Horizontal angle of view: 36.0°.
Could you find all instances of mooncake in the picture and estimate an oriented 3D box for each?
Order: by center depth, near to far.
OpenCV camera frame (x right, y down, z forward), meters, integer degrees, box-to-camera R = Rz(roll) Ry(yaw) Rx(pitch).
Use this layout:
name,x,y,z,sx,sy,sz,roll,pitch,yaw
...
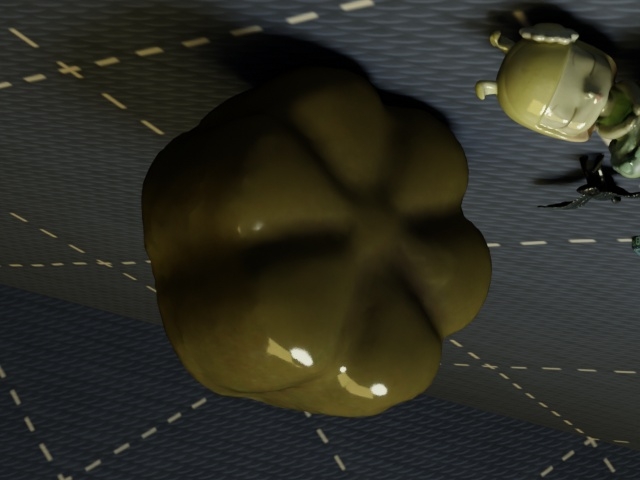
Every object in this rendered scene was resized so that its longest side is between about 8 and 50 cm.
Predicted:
name,x,y,z,sx,sy,sz,roll,pitch,yaw
mooncake,0.000,0.000,1.320,0.467,0.467,0.262,26,155,-31

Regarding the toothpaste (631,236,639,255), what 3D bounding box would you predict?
name,x,y,z,sx,sy,sz,roll,pitch,yaw
toothpaste,0.538,0.019,1.620,0.017,0.020,0.083,-11,149,41

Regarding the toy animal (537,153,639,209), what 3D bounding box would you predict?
name,x,y,z,sx,sy,sz,roll,pitch,yaw
toy animal,0.401,-0.075,1.402,0.220,0.062,0.108,-9,150,35

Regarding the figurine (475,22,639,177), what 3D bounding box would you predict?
name,x,y,z,sx,sy,sz,roll,pitch,yaw
figurine,0.370,-0.138,1.142,0.394,0.227,0.274,20,-172,1
